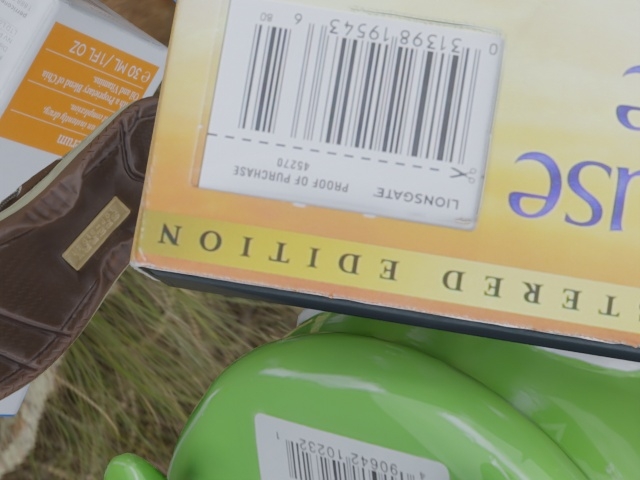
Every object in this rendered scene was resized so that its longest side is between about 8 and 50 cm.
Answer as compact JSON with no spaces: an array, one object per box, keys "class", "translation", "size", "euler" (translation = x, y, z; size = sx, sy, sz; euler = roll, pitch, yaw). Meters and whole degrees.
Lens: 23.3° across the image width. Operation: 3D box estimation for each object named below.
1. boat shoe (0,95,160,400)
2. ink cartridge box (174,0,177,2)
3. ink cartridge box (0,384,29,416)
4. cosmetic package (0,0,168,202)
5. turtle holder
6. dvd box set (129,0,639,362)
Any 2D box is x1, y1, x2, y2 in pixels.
[{"class":"boat shoe","translation":[-0.174,0.016,0.944],"size":[0.257,0.095,0.095],"euler":[-41,105,-19]},{"class":"ink cartridge box","translation":[-0.086,-0.321,1.131],"size":[0.307,0.223,0.129],"euler":[47,52,-16]},{"class":"ink cartridge box","translation":[-0.429,0.099,1.821],"size":[0.148,0.203,0.086],"euler":[4,137,-25]},{"class":"cosmetic package","translation":[-0.366,-0.057,1.569],"size":[0.161,0.230,0.453],"euler":[35,99,25]},{"class":"turtle holder","translation":[0.082,0.160,0.651],"size":[0.227,0.243,0.320],"euler":[-33,94,-47]},{"class":"dvd box set","translation":[0.124,-0.168,0.521],"size":[0.307,0.062,0.420],"euler":[8,84,4]}]
